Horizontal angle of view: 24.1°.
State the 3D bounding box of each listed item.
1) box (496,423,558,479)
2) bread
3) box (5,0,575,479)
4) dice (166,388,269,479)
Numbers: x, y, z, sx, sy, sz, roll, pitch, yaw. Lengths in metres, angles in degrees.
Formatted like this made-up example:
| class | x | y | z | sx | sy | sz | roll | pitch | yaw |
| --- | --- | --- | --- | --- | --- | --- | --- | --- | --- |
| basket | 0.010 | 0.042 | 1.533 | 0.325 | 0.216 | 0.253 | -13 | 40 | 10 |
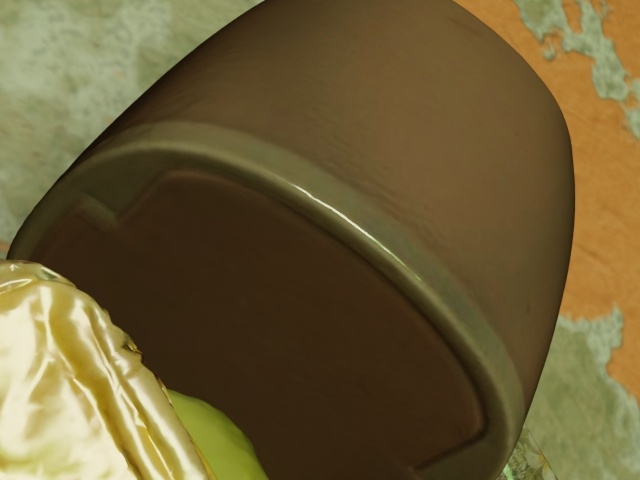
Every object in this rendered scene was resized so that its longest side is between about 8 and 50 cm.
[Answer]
| class | x | y | z | sx | sy | sz | roll | pitch | yaw |
| --- | --- | --- | --- | --- | --- | --- | --- | --- | --- |
| box | 0.109 | 0.137 | 0.994 | 0.045 | 0.062 | 0.098 | -28 | 88 | -31 |
| bread | -0.108 | 0.112 | 0.561 | 0.132 | 0.114 | 0.190 | -24 | 74 | -24 |
| box | 0.000 | 0.000 | 0.849 | 0.301 | 0.301 | 0.216 | 40 | 51 | -11 |
| dice | -0.157 | 0.200 | 0.703 | 0.227 | 0.233 | 0.238 | 6 | 67 | -28 |
